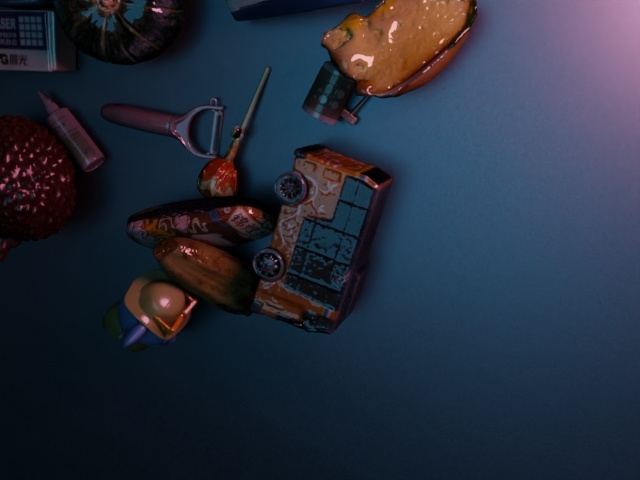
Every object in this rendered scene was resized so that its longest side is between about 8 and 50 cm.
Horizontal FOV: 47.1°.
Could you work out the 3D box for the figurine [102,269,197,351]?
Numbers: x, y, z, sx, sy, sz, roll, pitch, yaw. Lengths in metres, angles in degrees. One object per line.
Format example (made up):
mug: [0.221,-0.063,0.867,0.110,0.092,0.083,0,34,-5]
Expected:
figurine: [-0.351,0.148,1.516,0.262,0.180,0.153,-21,89,63]

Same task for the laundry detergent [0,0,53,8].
laundry detergent: [-0.602,-0.618,1.477,0.143,0.094,0.289,3,103,22]

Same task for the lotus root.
lotus root: [-0.216,0.065,1.456,0.110,0.097,0.258,-40,129,14]

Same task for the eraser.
eraser: [-0.654,-0.421,1.544,0.279,0.081,0.124,6,104,17]

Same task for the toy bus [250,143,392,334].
toy bus: [0.000,0.000,1.378,0.194,0.162,0.323,20,106,11]

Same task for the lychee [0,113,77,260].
lychee: [-0.648,-0.109,1.521,0.276,0.276,0.304,1,86,19]

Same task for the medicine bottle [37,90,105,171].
medicine bottle: [-0.539,-0.238,1.559,0.058,0.058,0.199,-37,88,22]

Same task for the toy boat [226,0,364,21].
toy boat: [-0.035,-0.437,1.304,0.299,0.096,0.061,3,111,34]

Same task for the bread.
bread: [0.138,-0.340,1.270,0.252,0.133,0.174,-40,78,-1]

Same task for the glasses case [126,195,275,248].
glasses case: [-0.240,-0.031,1.459,0.321,0.122,0.082,-7,65,26]

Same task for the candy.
candy: [-0.157,-0.204,1.442,0.084,0.078,0.287,24,100,-12]

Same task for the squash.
squash: [-0.380,-0.462,1.398,0.252,0.165,0.252,2,108,5]

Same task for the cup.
cup: [0.030,-0.267,1.352,0.102,0.074,0.099,31,109,10]

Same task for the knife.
knife: [-0.334,-0.249,1.493,0.278,0.053,0.123,13,100,15]
